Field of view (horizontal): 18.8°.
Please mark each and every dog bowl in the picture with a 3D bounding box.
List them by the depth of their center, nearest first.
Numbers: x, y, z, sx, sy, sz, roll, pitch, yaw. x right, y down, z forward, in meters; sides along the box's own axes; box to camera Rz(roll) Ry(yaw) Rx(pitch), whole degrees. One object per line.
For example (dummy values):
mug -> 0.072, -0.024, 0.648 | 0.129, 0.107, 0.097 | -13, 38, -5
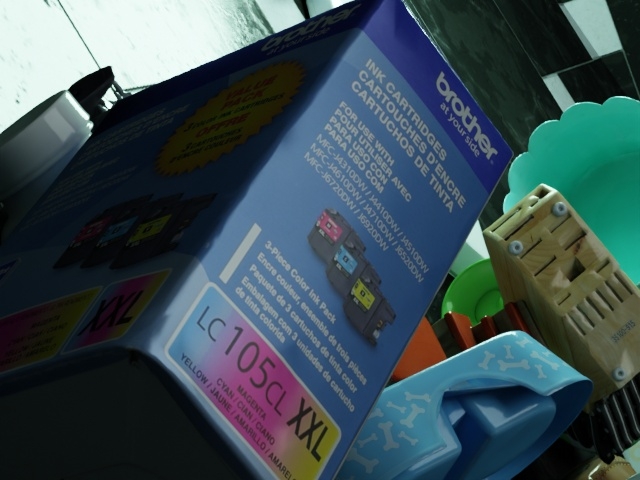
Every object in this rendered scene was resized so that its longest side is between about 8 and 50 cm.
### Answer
dog bowl -> 0.090, 0.165, 1.566 | 0.297, 0.166, 0.074 | -21, 62, -36

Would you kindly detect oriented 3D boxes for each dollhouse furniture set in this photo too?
dollhouse furniture set -> 0.102, 0.104, 1.808 | 0.259, 0.135, 0.262 | 14, 47, -63

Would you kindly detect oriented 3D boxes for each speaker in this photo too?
speaker -> 0.257, 0.132, 2.145 | 0.296, 0.131, 0.131 | 38, 27, -42

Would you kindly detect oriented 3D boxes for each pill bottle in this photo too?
pill bottle -> -0.149, 0.007, 1.381 | 0.221, 0.124, 0.124 | 52, 21, -14

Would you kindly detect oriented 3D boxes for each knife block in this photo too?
knife block -> 0.252, 0.098, 1.994 | 0.275, 0.088, 0.242 | 51, -20, 2

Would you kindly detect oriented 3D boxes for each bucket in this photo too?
bucket -> 0.394, -0.033, 2.511 | 0.183, 0.281, 0.281 | 38, 26, -61

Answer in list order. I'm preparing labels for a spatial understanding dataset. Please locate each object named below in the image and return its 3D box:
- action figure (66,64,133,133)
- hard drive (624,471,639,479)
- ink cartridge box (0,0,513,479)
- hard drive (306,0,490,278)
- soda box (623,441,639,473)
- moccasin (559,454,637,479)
action figure -> -0.099, -0.015, 1.572 | 0.285, 0.099, 0.185 | 48, 8, -37
hard drive -> 0.247, 0.364, 1.614 | 0.064, 0.237, 0.339 | 45, 24, -33
ink cartridge box -> -0.063, 0.008, 1.178 | 0.151, 0.270, 0.395 | 54, 45, -20
hard drive -> 0.088, -0.137, 2.264 | 0.233, 0.047, 0.353 | 38, 27, -42
soda box -> 0.434, 0.307, 2.392 | 0.058, 0.063, 0.183 | 22, 40, -58
moccasin -> 0.382, 0.395, 2.028 | 0.380, 0.139, 0.147 | 57, 21, -2
